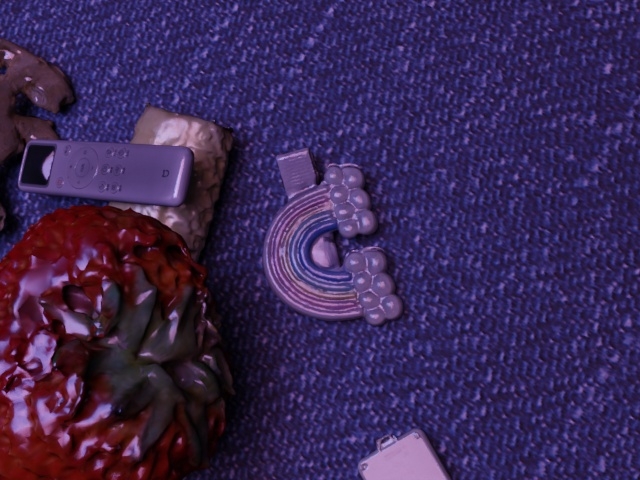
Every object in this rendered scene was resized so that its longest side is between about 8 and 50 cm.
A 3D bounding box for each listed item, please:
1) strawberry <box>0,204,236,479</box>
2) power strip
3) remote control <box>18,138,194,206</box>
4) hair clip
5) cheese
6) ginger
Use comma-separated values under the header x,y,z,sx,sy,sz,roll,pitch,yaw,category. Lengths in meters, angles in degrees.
x,y,z,sx,sy,sz,roll,pitch,yaw,category
-0.256,0.125,0.955,0.351,0.267,0.312,-20,64,43,strawberry
0.113,0.287,0.934,0.081,0.035,0.192,-32,73,5,power strip
-0.250,-0.079,1.023,0.261,0.029,0.067,7,82,33,remote control
0.000,0.000,1.022,0.140,0.054,0.220,-15,78,3,hair clip
-0.175,-0.063,1.053,0.123,0.094,0.167,16,86,9,cheese
-0.383,-0.128,1.120,0.149,0.065,0.259,1,78,-11,ginger
